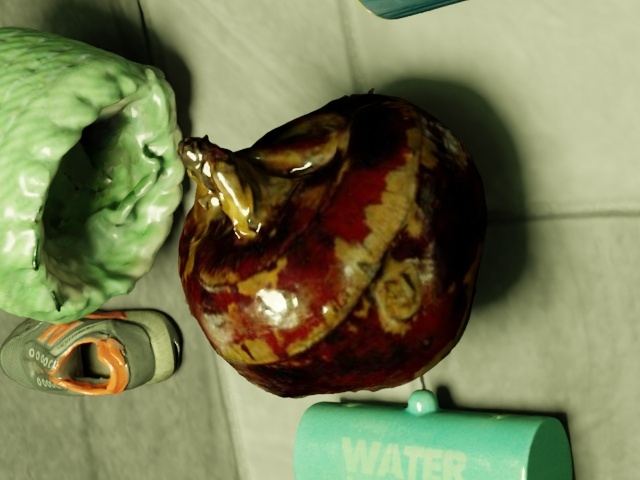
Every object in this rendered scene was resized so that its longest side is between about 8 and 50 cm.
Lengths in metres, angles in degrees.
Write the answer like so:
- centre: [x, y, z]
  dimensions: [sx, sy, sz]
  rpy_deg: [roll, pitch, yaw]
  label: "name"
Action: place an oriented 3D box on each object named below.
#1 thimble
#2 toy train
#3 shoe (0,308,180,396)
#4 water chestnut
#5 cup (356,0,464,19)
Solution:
- centre: [-0.208, -0.051, 1.501]
  dimensions: [0.150, 0.219, 0.219]
  rpy_deg: [19, 116, 29]
  label: "thimble"
- centre: [0.078, 0.188, 1.442]
  dimensions: [0.248, 0.101, 0.159]
  rpy_deg: [-1, 92, 36]
  label: "toy train"
- centre: [-0.208, 0.096, 1.631]
  dimensions: [0.194, 0.077, 0.074]
  rpy_deg: [-5, 103, 38]
  label: "shoe"
- centre: [0.000, 0.000, 1.344]
  dimensions: [0.223, 0.223, 0.238]
  rpy_deg: [-15, 129, 40]
  label: "water chestnut"
- centre: [0.101, -0.236, 1.260]
  dimensions: [0.155, 0.131, 0.176]
  rpy_deg: [-4, 77, 35]
  label: "cup"
